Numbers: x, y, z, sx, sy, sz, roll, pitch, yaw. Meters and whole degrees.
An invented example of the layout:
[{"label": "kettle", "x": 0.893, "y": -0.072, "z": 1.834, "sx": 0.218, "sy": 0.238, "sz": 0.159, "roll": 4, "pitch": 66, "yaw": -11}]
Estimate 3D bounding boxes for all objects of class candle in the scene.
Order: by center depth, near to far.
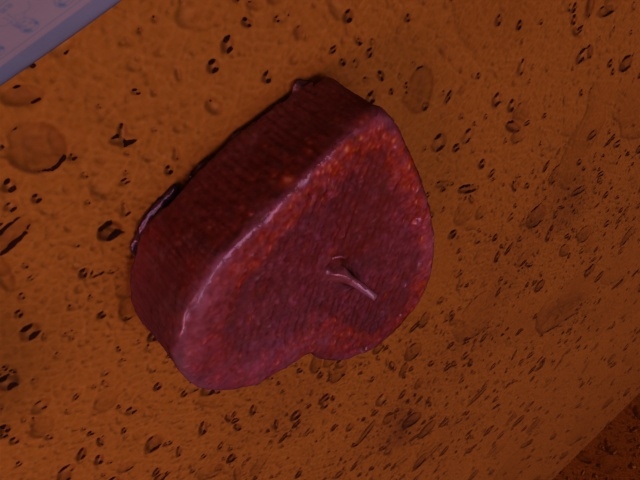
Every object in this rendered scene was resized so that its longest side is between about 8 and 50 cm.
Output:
[{"label": "candle", "x": 0.000, "y": 0.000, "z": 0.635, "sx": 0.317, "sy": 0.131, "sz": 0.287, "roll": -3, "pitch": 121, "yaw": -44}]

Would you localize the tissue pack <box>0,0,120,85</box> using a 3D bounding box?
[{"label": "tissue pack", "x": -0.139, "y": -0.180, "z": 0.306, "sx": 0.263, "sy": 0.089, "sz": 0.177, "roll": -36, "pitch": 168, "yaw": 3}]
